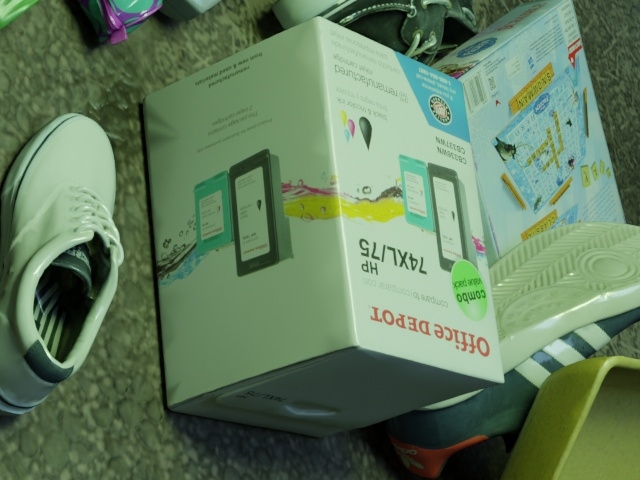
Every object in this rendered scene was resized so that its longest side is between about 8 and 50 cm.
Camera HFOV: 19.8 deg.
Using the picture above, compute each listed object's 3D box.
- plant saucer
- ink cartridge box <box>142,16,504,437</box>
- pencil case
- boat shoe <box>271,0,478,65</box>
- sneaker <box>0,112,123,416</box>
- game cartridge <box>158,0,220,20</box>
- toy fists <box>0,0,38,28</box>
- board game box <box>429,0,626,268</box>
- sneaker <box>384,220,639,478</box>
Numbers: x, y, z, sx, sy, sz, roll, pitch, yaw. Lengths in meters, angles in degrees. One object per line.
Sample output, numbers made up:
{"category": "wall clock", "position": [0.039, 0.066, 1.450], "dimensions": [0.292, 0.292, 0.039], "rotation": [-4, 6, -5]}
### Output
{"category": "plant saucer", "position": [0.248, 0.250, 1.673], "dimensions": [0.332, 0.081, 0.333], "rotation": [11, 105, -52]}
{"category": "ink cartridge box", "position": [0.000, 0.000, 1.478], "dimensions": [0.198, 0.197, 0.270], "rotation": [17, 60, -48]}
{"category": "pencil case", "position": [-0.189, -0.233, 1.462], "dimensions": [0.152, 0.064, 0.070], "rotation": [58, 20, -15]}
{"category": "boat shoe", "position": [0.076, -0.219, 1.763], "dimensions": [0.335, 0.121, 0.119], "rotation": [-23, 87, -57]}
{"category": "sneaker", "position": [-0.179, 0.009, 1.322], "dimensions": [0.094, 0.091, 0.258], "rotation": [39, 45, -36]}
{"category": "game cartridge", "position": [-0.140, -0.344, 1.548], "dimensions": [0.196, 0.060, 0.294], "rotation": [-42, 110, -38]}
{"category": "toy fists", "position": [-0.281, -0.193, 1.277], "dimensions": [0.142, 0.096, 0.279], "rotation": [54, 32, -13]}
{"category": "board game box", "position": [0.207, -0.053, 1.849], "dimensions": [0.318, 0.066, 0.318], "rotation": [-37, 115, -55]}
{"category": "sneaker", "position": [0.193, 0.102, 1.681], "dimensions": [0.350, 0.131, 0.148], "rotation": [-23, 128, -27]}
